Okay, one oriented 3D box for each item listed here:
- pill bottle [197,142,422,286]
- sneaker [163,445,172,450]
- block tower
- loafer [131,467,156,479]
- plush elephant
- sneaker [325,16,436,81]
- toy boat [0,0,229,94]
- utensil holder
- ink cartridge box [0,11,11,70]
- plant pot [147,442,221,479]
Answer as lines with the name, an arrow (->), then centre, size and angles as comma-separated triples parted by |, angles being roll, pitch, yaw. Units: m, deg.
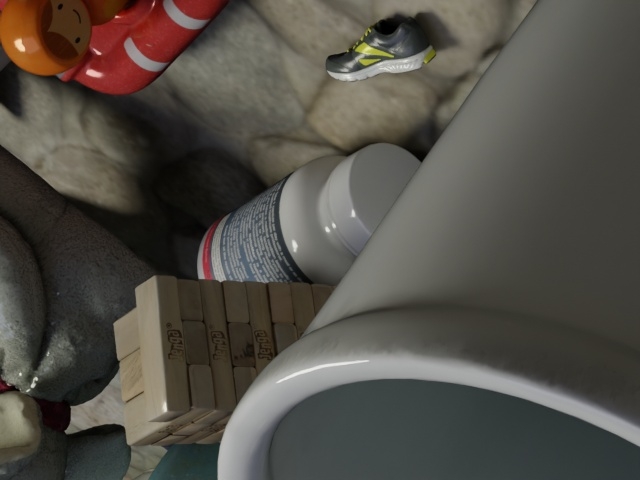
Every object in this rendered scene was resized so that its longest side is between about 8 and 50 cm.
pill bottle -> 0.000, 0.000, 1.128 | 0.108, 0.108, 0.180 | 45, 141, -13
sneaker -> -0.106, 0.178, 1.445 | 0.053, 0.059, 0.144 | -8, 147, 15
block tower -> 0.018, 0.086, 1.076 | 0.336, 0.090, 0.097 | 5, 157, -35
loafer -> -0.194, 0.309, 1.592 | 0.112, 0.111, 0.319 | 45, 141, -14
plush elephant -> -0.243, 0.099, 1.197 | 0.330, 0.255, 0.272 | 35, 169, 21
sneaker -> 0.038, -0.128, 1.034 | 0.083, 0.031, 0.035 | -6, 113, 35
toy boat -> -0.153, -0.166, 1.030 | 0.151, 0.151, 0.231 | 42, 142, -9
utensil holder -> 0.181, 0.047, 0.822 | 0.328, 0.385, 0.327 | 21, 141, 18
ink cartridge box -> -0.295, -0.176, 1.156 | 0.150, 0.109, 0.063 | 32, 141, 3
plant pot -> -0.049, 0.281, 1.281 | 0.247, 0.252, 0.248 | 8, 163, 2
